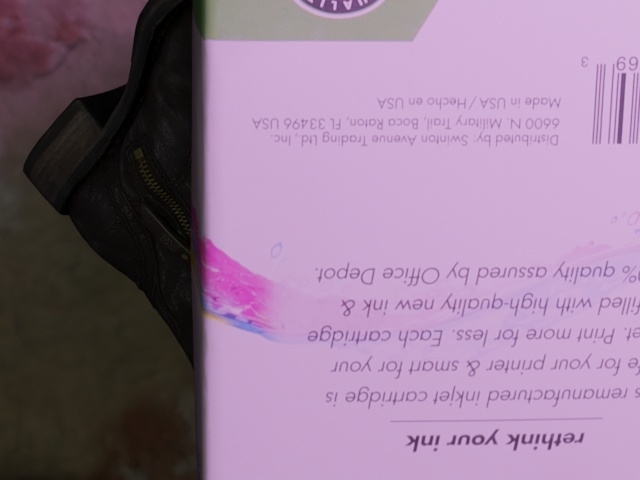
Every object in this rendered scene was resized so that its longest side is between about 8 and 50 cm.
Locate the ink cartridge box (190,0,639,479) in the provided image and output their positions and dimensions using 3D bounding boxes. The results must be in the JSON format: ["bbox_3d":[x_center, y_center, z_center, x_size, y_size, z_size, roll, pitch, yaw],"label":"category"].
[{"bbox_3d":[0.056,0.022,0.671,0.207,0.119,0.353,0,108,-5],"label":"ink cartridge box"}]

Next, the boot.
[{"bbox_3d":[0.000,0.000,0.783,0.229,0.091,0.263,53,136,5],"label":"boot"}]
